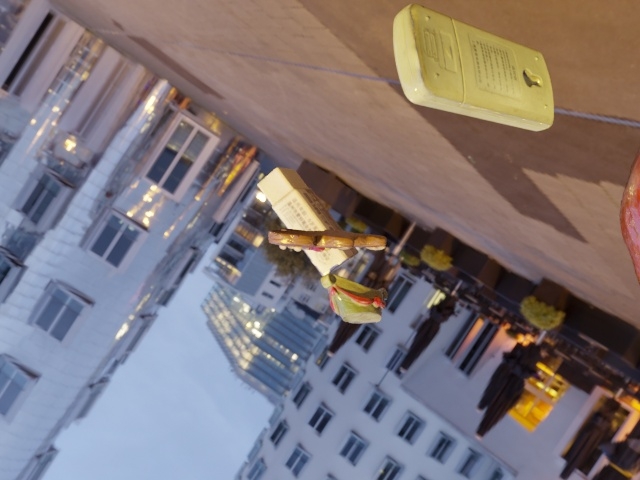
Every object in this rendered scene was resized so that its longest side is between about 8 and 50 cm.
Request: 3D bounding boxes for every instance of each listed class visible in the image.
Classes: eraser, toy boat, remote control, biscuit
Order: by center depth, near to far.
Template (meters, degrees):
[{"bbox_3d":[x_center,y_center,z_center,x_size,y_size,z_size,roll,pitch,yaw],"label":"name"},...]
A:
[{"bbox_3d":[0.169,-0.177,0.622,0.233,0.098,0.038,0,169,-38],"label":"remote control"},{"bbox_3d":[0.000,0.001,0.900,0.138,0.031,0.205,9,-176,37],"label":"biscuit"},{"bbox_3d":[0.069,0.108,1.060,0.185,0.089,0.071,19,-126,-48],"label":"toy boat"},{"bbox_3d":[-0.021,-0.038,1.103,0.210,0.068,0.124,53,-166,4],"label":"eraser"}]

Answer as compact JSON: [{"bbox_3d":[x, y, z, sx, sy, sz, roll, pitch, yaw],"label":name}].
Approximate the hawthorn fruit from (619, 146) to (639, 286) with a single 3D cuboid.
[{"bbox_3d":[0.436,-0.040,0.545,0.284,0.285,0.369,34,178,33],"label":"hawthorn fruit"}]
